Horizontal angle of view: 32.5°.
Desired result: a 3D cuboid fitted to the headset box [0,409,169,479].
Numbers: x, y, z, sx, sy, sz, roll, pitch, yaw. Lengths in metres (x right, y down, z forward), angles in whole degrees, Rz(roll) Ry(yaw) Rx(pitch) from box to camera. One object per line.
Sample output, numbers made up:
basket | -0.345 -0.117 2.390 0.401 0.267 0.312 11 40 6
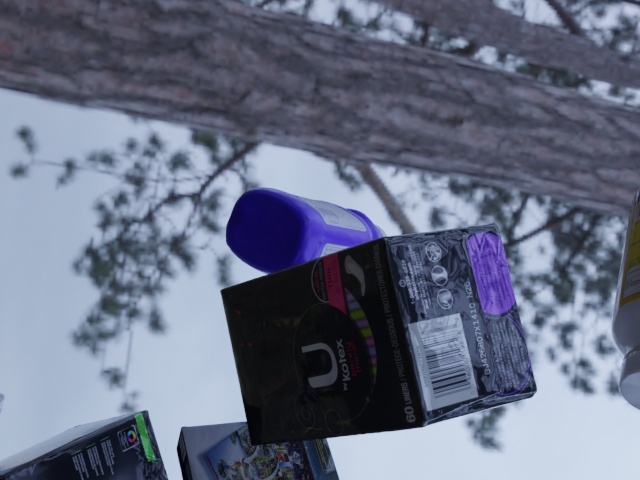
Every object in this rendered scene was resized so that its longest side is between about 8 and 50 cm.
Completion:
headset box | -0.293 0.364 1.329 0.131 0.283 0.246 -17 -90 28

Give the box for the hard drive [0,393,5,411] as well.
hard drive | -0.375 0.296 0.959 0.203 0.040 0.307 -36 146 -76

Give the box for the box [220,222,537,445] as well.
box | 0.044 0.094 1.031 0.270 0.143 0.165 -21 -101 52

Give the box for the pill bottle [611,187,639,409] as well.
pill bottle | 0.523 0.079 1.579 0.188 0.188 0.334 -49 -162 56

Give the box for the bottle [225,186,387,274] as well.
bottle | 0.000 0.000 1.314 0.118 0.283 0.092 25 -83 25

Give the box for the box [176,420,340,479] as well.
box | -0.050 0.293 1.139 0.044 0.159 0.233 108 -28 -42
